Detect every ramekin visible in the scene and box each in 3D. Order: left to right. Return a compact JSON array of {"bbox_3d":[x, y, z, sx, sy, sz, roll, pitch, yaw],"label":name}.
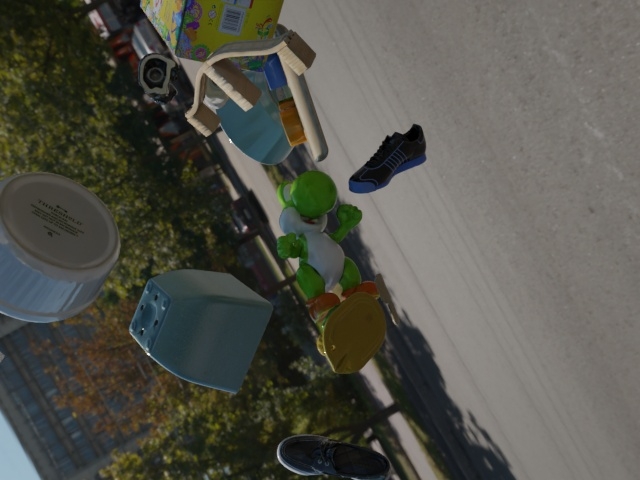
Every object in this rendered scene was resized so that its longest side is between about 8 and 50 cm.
[{"bbox_3d":[-0.486,-0.001,1.009,0.273,0.127,0.272,34,-146,-27],"label":"ramekin"}]

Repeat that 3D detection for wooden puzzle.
[{"bbox_3d":[-0.084,-0.371,1.421,0.348,0.081,0.322,-114,4,-69],"label":"wooden puzzle"}]

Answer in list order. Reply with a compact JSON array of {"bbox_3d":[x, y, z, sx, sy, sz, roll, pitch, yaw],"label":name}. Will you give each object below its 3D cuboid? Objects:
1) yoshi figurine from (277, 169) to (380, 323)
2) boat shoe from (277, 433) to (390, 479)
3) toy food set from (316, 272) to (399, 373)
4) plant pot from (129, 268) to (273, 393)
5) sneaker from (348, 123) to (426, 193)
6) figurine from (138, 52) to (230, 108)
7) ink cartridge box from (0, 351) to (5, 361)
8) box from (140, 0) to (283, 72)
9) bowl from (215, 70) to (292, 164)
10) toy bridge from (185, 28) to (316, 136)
[{"bbox_3d":[0.001,-0.012,1.294,0.203,0.203,0.362,31,-148,-62],"label":"yoshi figurine"},{"bbox_3d":[0.028,0.426,1.112,0.076,0.229,0.080,95,-170,-57],"label":"boat shoe"},{"bbox_3d":[0.062,0.174,1.141,0.071,0.218,0.128,-15,107,48],"label":"toy food set"},{"bbox_3d":[-0.319,0.206,1.421,0.252,0.247,0.248,21,-176,-42],"label":"plant pot"},{"bbox_3d":[0.151,-0.191,1.305,0.081,0.232,0.090,27,140,45],"label":"sneaker"},{"bbox_3d":[-0.306,-0.359,1.333,0.209,0.215,0.092,-173,85,-77],"label":"figurine"},{"bbox_3d":[-0.791,0.247,1.194,0.082,0.139,0.190,4,141,25],"label":"ink cartridge box"},{"bbox_3d":[-0.192,-0.510,1.043,0.279,0.177,0.289,54,132,42],"label":"box"},{"bbox_3d":[-0.153,-0.406,1.734,0.312,0.163,0.311,26,-129,-37],"label":"bowl"},{"bbox_3d":[-0.089,-0.161,0.572,0.063,0.026,0.188,41,144,-27],"label":"toy bridge"}]
